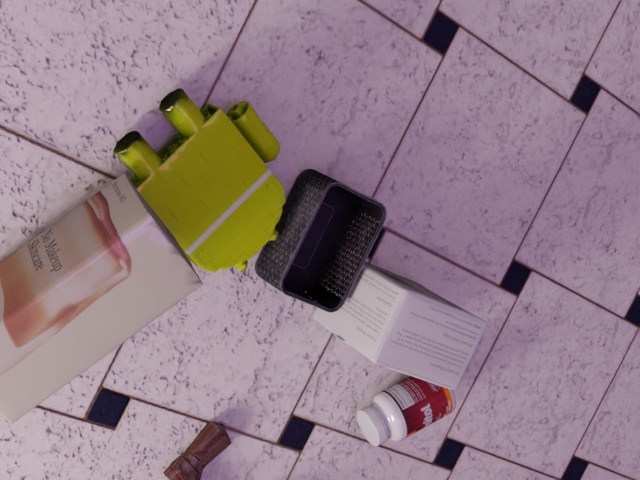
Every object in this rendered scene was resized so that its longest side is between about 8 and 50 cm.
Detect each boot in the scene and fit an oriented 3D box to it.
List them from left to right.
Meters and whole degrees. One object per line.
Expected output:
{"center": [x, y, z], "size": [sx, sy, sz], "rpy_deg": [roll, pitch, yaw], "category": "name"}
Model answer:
{"center": [-0.168, 0.339, 1.701], "size": [0.114, 0.037, 0.106], "rpy_deg": [-47, 127, -15], "category": "boot"}

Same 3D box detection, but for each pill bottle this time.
{"center": [0.139, 0.274, 1.836], "size": [0.152, 0.086, 0.086], "rpy_deg": [-24, 118, -22], "category": "pill bottle"}

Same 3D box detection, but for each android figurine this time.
{"center": [-0.156, -0.070, 1.548], "size": [0.248, 0.056, 0.273], "rpy_deg": [-47, 124, -10], "category": "android figurine"}

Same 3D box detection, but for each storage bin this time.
{"center": [0.000, 0.000, 1.654], "size": [0.122, 0.084, 0.180], "rpy_deg": [25, 92, -35], "category": "storage bin"}

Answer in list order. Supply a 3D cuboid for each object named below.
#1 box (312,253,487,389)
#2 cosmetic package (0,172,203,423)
{"center": [0.119, 0.123, 1.711], "size": [0.182, 0.181, 0.119], "rpy_deg": [22, 95, -36], "category": "box"}
{"center": [-0.316, 0.069, 1.411], "size": [0.296, 0.153, 0.129], "rpy_deg": [-37, 122, -5], "category": "cosmetic package"}
